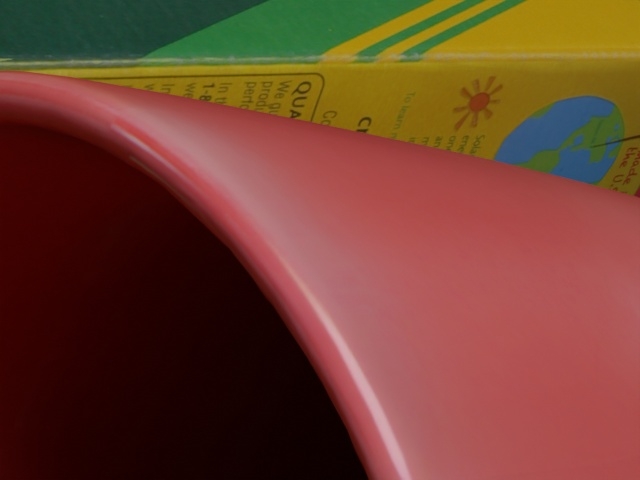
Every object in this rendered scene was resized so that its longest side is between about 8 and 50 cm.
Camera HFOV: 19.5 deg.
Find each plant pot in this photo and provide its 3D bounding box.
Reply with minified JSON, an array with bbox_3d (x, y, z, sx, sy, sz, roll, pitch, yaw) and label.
[{"bbox_3d":[0.015,0.093,0.479,0.243,0.275,0.275,-3,39,-45],"label":"plant pot"}]

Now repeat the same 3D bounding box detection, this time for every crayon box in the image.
[{"bbox_3d":[0.000,0.000,0.629,0.318,0.202,0.081,-3,40,-31],"label":"crayon box"}]
